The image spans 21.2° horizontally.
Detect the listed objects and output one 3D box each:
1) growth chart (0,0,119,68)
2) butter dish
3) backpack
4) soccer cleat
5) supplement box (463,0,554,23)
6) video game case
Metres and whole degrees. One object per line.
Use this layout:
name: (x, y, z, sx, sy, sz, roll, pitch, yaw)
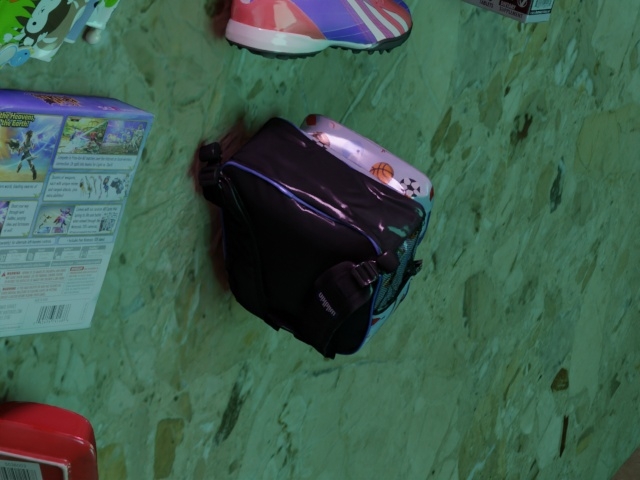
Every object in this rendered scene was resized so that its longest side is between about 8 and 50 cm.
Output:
growth chart: (-0.254, -0.231, 1.611, 0.237, 0.021, 0.172, -20, 145, -58)
butter dish: (-0.298, 0.230, 1.832, 0.118, 0.160, 0.159, -66, 163, -52)
backpack: (0.000, 0.000, 2.032, 0.213, 0.276, 0.263, -39, 155, -37)
soccer cleat: (0.013, -0.279, 1.974, 0.318, 0.109, 0.116, -13, 119, -52)
supplement box: (0.263, -0.418, 2.248, 0.073, 0.130, 0.239, -14, 123, -54)
video game case: (-0.299, -0.026, 1.690, 0.269, 0.061, 0.244, -2, 115, -59)
